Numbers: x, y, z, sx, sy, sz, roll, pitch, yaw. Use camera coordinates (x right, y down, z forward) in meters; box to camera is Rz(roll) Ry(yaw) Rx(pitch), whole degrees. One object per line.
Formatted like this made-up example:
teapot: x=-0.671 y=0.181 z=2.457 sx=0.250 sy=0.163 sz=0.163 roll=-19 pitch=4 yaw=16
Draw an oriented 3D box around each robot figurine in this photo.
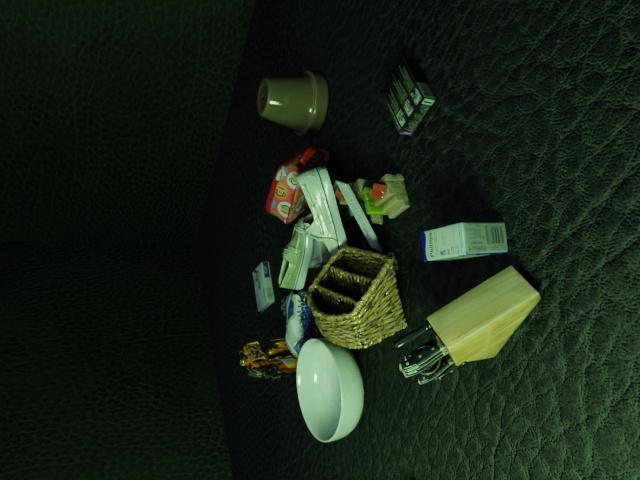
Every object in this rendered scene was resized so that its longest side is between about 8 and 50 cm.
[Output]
robot figurine: x=-0.183 y=0.466 z=1.789 sx=0.211 sy=0.291 sz=0.084 roll=41 pitch=126 yaw=56

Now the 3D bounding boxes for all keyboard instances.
keyboard: x=0.118 y=-0.072 z=1.348 sx=0.255 sy=0.014 sz=0.072 roll=60 pitch=163 yaw=-24

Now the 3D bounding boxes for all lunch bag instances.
lunch bag: x=-0.072 y=-0.226 z=1.620 sx=0.120 sy=0.293 sz=0.258 roll=30 pitch=131 yaw=9

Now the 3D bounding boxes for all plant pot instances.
plant pot: x=-0.124 y=-0.561 z=1.770 sx=0.263 sy=0.230 sz=0.262 roll=-6 pitch=84 yaw=62

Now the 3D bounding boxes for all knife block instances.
knife block: x=0.286 y=0.183 z=0.923 sx=0.088 sy=0.242 sz=0.275 roll=60 pitch=140 yaw=44

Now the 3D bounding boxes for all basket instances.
basket: x=0.078 y=0.161 z=1.310 sx=0.299 sy=0.214 sz=0.222 roll=16 pitch=124 yaw=63

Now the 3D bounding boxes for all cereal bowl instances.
cereal bowl: x=0.047 y=0.495 z=1.499 sx=0.339 sy=0.141 sz=0.338 roll=-3 pitch=87 yaw=64

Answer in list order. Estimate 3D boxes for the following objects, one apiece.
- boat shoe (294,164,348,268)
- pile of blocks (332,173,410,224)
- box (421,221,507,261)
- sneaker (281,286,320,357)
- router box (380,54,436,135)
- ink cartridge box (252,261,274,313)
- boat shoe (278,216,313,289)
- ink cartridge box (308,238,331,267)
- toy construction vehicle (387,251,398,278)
boat shoe: x=-0.010 y=-0.058 z=1.491 sx=0.136 sy=0.157 sz=0.366 roll=-111 pitch=5 yaw=-68
pile of blocks: x=0.125 y=-0.127 z=1.393 sx=0.362 sy=0.113 sz=0.148 roll=6 pitch=94 yaw=63
box: x=0.319 y=0.004 z=0.991 sx=0.137 sy=0.126 sz=0.072 roll=-17 pitch=76 yaw=63
sneaker: x=-0.071 y=0.296 z=1.752 sx=0.182 sy=0.128 sz=0.315 roll=114 pitch=146 yaw=-42
router box: x=0.242 y=-0.408 z=1.241 sx=0.133 sy=0.046 sz=0.178 roll=-55 pitch=42 yaw=48
ink cartridge box: x=-0.311 y=0.252 z=2.317 sx=0.224 sy=0.046 sz=0.223 roll=-48 pitch=48 yaw=53
boat shoe: x=-0.095 y=0.058 z=1.663 sx=0.109 sy=0.094 sz=0.301 roll=-131 pitch=45 yaw=-58
ink cartridge box: x=0.000 y=0.000 z=1.669 sx=0.140 sy=0.082 sz=0.190 roll=-26 pitch=68 yaw=62
toy construction vehicle: x=0.203 y=0.091 z=1.328 sx=0.086 sy=0.035 sz=0.098 roll=135 pitch=130 yaw=-66
